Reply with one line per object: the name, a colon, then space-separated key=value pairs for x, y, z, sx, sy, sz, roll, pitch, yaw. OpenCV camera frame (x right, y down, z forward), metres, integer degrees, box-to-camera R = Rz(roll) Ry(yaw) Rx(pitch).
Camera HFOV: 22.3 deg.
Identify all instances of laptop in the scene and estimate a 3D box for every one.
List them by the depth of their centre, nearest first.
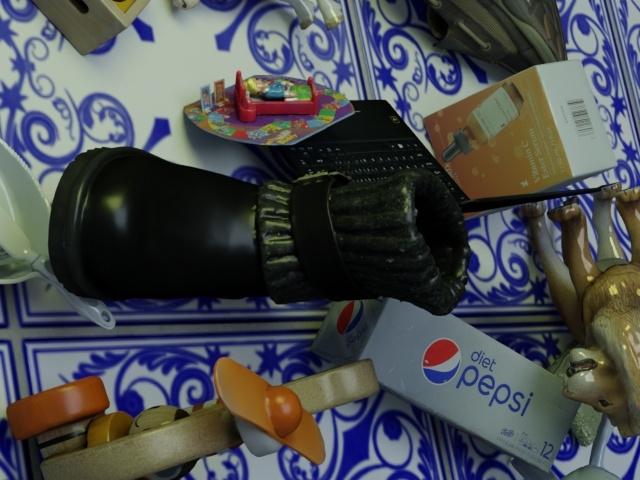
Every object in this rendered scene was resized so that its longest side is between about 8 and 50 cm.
laptop: x=0.101 y=-0.092 z=1.624 sx=0.234 sy=0.136 sz=0.264 roll=-6 pitch=51 yaw=-50

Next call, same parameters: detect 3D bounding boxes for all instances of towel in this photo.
towel: x=0.314 y=0.163 z=1.879 sx=0.148 sy=0.027 sz=0.110 roll=-40 pitch=103 yaw=-46

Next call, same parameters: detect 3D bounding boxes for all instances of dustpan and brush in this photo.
dustpan and brush: x=-0.259 y=0.005 z=1.373 sx=0.211 sy=0.060 sz=0.147 roll=49 pitch=46 yaw=-17

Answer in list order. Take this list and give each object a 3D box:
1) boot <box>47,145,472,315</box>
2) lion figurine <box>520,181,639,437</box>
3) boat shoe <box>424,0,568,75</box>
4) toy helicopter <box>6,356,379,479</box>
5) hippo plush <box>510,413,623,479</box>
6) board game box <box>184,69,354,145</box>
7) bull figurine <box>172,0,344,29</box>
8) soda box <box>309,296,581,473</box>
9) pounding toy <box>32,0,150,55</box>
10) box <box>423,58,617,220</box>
boot: x=-0.040 y=-0.006 z=1.378 sx=0.348 sy=0.260 sz=0.131 roll=3 pitch=90 yaw=-62
lion figurine: x=0.313 y=0.066 z=1.761 sx=0.392 sy=0.142 sz=0.240 roll=-37 pitch=112 yaw=-81
boat shoe: x=0.183 y=-0.282 z=1.872 sx=0.355 sy=0.130 sz=0.132 roll=45 pitch=36 yaw=-47
toy helicopter: x=-0.070 y=0.147 z=1.369 sx=0.355 sy=0.235 sz=0.140 roll=-13 pitch=82 yaw=-46
hippo plush: x=0.278 y=0.374 z=1.671 sx=0.294 sy=0.234 sz=0.236 roll=-116 pitch=-176 yaw=-67
board game box: x=-0.048 y=-0.143 z=1.591 sx=0.168 sy=0.133 sz=0.033 roll=-31 pitch=133 yaw=-46
bull figurine: x=-0.044 y=-0.323 z=1.691 sx=0.188 sy=0.101 sz=0.310 roll=46 pitch=49 yaw=-25
soda box: x=0.133 y=0.134 z=1.651 sx=0.286 sy=0.091 sz=0.098 roll=30 pitch=83 yaw=-32
pounding toy: x=-0.217 y=-0.265 z=1.498 sx=0.141 sy=0.100 sz=0.130 roll=48 pitch=46 yaw=-19
box: x=0.220 y=-0.110 z=1.799 sx=0.091 sy=0.170 sz=0.130 roll=-14 pitch=83 yaw=-47
